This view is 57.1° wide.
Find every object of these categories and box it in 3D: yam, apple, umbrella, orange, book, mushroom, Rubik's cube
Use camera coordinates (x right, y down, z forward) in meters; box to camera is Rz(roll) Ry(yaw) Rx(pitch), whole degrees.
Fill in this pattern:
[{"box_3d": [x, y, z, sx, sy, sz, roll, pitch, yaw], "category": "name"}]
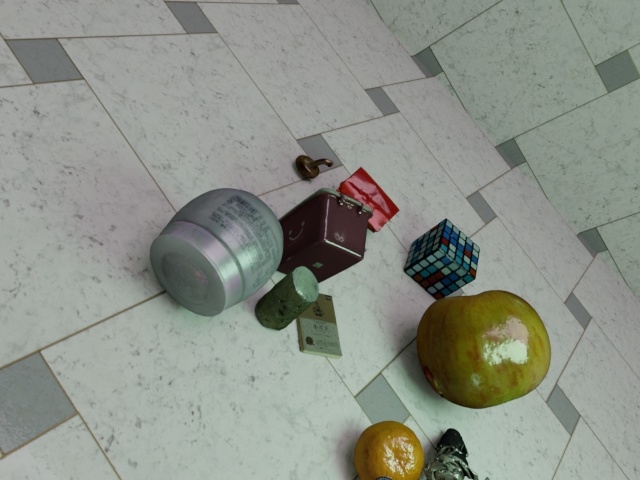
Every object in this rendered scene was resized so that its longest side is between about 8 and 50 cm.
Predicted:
[{"box_3d": [-0.082, 0.151, 1.537, 0.107, 0.194, 0.107, 22, 46, -25], "category": "yam"}, {"box_3d": [0.480, 0.307, 1.769, 0.400, 0.401, 0.333, -28, 102, -50], "category": "apple"}, {"box_3d": [0.354, 0.578, 1.576, 0.113, 0.106, 0.358, 60, 15, 8], "category": "umbrella"}, {"box_3d": [0.171, 0.544, 1.477, 0.178, 0.155, 0.177, 0, 78, 1], "category": "orange"}, {"box_3d": [-0.008, 0.234, 1.676, 0.139, 0.016, 0.198, 17, 49, -34], "category": "book"}, {"box_3d": [-0.021, -0.249, 2.006, 0.130, 0.072, 0.088, 4, 33, 0], "category": "mushroom"}, {"box_3d": [0.434, 0.069, 2.092, 0.182, 0.187, 0.184, 40, 42, -12], "category": "Rubik's cube"}]

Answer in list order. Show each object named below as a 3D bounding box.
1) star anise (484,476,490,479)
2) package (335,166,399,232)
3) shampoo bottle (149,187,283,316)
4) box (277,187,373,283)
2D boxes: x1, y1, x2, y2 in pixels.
[{"box_3d": [0.442, 0.769, 1.494, 0.118, 0.331, 0.331, -8, 57, -2], "category": "star anise"}, {"box_3d": [0.151, -0.126, 1.906, 0.196, 0.123, 0.423, 46, 6, 2], "category": "package"}, {"box_3d": [-0.246, 0.024, 1.425, 0.273, 0.273, 0.266, 48, 48, -1], "category": "shampoo bottle"}, {"box_3d": [0.000, 0.000, 1.675, 0.194, 0.294, 0.167, 22, 57, -28], "category": "box"}]
